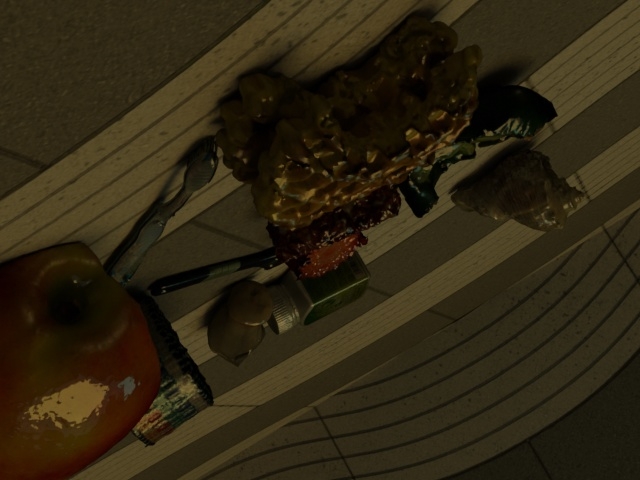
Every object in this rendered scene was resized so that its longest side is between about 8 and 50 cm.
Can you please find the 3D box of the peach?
[{"bbox_3d":[-0.393,0.205,1.633,0.306,0.242,0.380,-25,165,-34],"label":"peach"}]

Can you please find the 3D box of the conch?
[{"bbox_3d":[0.363,-0.083,2.275,0.245,0.162,0.178,-4,156,20],"label":"conch"}]

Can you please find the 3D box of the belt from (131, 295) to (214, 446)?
[{"bbox_3d":[-0.279,0.209,1.928,0.161,0.206,0.295,-32,-179,-7],"label":"belt"}]

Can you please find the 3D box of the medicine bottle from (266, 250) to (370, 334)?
[{"bbox_3d":[-0.014,0.092,2.245,0.189,0.088,0.132,-26,165,-15],"label":"medicine bottle"}]

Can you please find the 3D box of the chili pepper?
[{"bbox_3d":[0.221,-0.160,1.864,0.265,0.116,0.148,-32,153,6],"label":"chili pepper"}]

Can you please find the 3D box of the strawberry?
[{"bbox_3d":[0.000,0.000,1.979,0.145,0.086,0.145,-29,166,-8],"label":"strawberry"}]

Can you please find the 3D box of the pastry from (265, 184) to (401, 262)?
[{"bbox_3d":[0.017,-0.043,1.847,0.209,0.097,0.115,-24,176,-8],"label":"pastry"}]

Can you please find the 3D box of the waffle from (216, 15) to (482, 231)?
[{"bbox_3d":[0.036,-0.138,1.501,0.324,0.151,0.261,-21,159,-26],"label":"waffle"}]

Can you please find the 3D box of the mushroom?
[{"bbox_3d":[-0.146,0.154,2.199,0.108,0.096,0.247,2,155,-7],"label":"mushroom"}]

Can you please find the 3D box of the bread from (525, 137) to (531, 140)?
[{"bbox_3d":[0.342,-0.198,2.042,0.062,0.049,0.103,-27,168,21],"label":"bread"}]

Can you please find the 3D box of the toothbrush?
[{"bbox_3d":[-0.226,-0.009,1.634,0.035,0.042,0.413,20,141,-21],"label":"toothbrush"}]

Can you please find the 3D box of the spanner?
[{"bbox_3d":[-0.145,0.048,1.994,0.316,0.024,0.087,-16,165,-42],"label":"spanner"}]

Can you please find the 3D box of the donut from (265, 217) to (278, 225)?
[{"bbox_3d":[-0.009,-0.084,1.737,0.117,0.065,0.166,-16,161,-40],"label":"donut"}]
